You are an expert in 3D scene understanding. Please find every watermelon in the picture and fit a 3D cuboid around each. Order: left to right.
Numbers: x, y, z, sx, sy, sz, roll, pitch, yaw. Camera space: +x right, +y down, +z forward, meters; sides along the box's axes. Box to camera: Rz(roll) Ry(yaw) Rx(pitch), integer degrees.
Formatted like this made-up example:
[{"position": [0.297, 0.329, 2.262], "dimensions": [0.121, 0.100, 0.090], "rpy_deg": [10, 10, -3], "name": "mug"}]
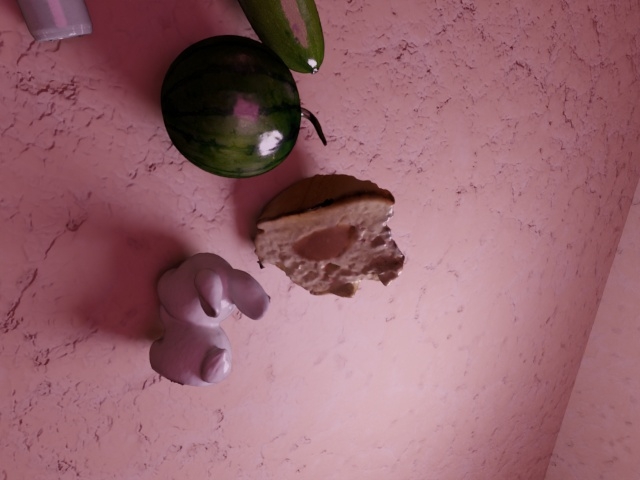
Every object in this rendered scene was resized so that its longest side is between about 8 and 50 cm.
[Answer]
[{"position": [-0.107, -0.182, 0.603], "dimensions": [0.214, 0.188, 0.188], "rpy_deg": [-10, 113, -17], "name": "watermelon"}]

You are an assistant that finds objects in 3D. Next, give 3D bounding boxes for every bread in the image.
[{"position": [0.000, 0.006, 0.746], "dimensions": [0.211, 0.224, 0.184], "rpy_deg": [-29, 116, -15], "name": "bread"}]

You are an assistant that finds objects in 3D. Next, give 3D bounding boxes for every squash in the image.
[{"position": [-0.093, -0.415, 0.581], "dimensions": [0.107, 0.107, 0.395], "rpy_deg": [-35, 119, -22], "name": "squash"}]

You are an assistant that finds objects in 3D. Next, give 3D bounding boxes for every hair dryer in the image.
[{"position": [-0.380, -0.267, 0.452], "dimensions": [0.236, 0.073, 0.131], "rpy_deg": [-22, 120, -26], "name": "hair dryer"}]

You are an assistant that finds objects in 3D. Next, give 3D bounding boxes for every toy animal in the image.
[{"position": [-0.179, 0.124, 0.672], "dimensions": [0.127, 0.178, 0.193], "rpy_deg": [15, 99, -41], "name": "toy animal"}]
